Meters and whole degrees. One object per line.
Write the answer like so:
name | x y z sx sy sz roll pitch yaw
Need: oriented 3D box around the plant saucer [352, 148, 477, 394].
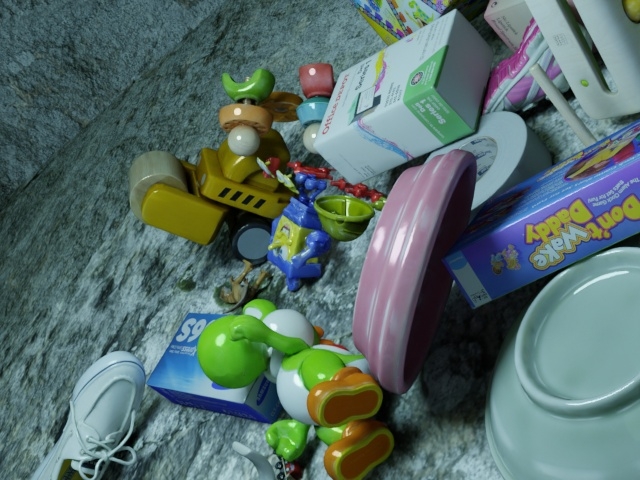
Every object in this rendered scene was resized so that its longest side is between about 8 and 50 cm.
plant saucer | 0.122 0.035 1.248 0.084 0.332 0.332 16 60 15

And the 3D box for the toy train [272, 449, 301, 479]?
toy train | -0.045 0.342 1.392 0.036 0.027 0.158 -32 30 8

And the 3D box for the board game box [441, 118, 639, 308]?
board game box | 0.342 -0.058 1.183 0.347 0.078 0.233 -30 6 32

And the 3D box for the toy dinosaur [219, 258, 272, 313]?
toy dinosaur | -0.146 0.100 1.806 0.112 0.064 0.211 -60 10 -7

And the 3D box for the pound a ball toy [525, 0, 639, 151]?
pound a ball toy | 0.385 -0.275 1.292 0.136 0.319 0.208 -9 32 50

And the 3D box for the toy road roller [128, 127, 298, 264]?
toy road roller | -0.200 -0.125 1.887 0.240 0.330 0.202 -64 22 20

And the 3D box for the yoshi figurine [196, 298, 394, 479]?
yoshi figurine | -0.062 0.201 1.364 0.203 0.203 0.362 -60 35 4

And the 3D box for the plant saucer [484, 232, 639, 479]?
plant saucer | 0.331 0.119 1.055 0.400 0.100 0.400 -36 30 25

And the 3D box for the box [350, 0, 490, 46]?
box | 0.243 -0.510 1.705 0.290 0.177 0.279 -38 -4 -19

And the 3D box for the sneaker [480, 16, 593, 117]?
sneaker | 0.343 -0.255 1.512 0.252 0.111 0.103 -55 11 42

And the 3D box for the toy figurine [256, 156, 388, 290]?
toy figurine | 0.000 0.000 1.697 0.362 0.191 0.217 35 115 55

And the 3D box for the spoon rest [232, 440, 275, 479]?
spoon rest | -0.134 0.436 1.362 0.137 0.084 0.276 7 74 60

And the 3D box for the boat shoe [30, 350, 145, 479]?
boat shoe | -0.423 0.386 1.735 0.367 0.136 0.156 -57 34 9

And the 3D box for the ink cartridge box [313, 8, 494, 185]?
ink cartridge box | 0.140 -0.239 1.611 0.278 0.117 0.201 -22 38 42

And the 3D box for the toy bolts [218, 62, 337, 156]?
toy bolts | -0.058 -0.222 1.786 0.229 0.218 0.158 -5 73 22

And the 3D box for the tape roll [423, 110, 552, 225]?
tape roll | 0.249 -0.096 1.473 0.219 0.072 0.219 -35 31 25

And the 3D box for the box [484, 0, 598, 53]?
box | 0.411 -0.389 1.530 0.232 0.149 0.126 -10 46 50

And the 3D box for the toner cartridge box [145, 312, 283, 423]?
toner cartridge box | -0.165 0.217 1.666 0.348 0.075 0.165 -4 52 53

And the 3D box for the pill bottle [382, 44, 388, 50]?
pill bottle | 0.168 -0.357 1.901 0.087 0.087 0.160 -35 31 24
